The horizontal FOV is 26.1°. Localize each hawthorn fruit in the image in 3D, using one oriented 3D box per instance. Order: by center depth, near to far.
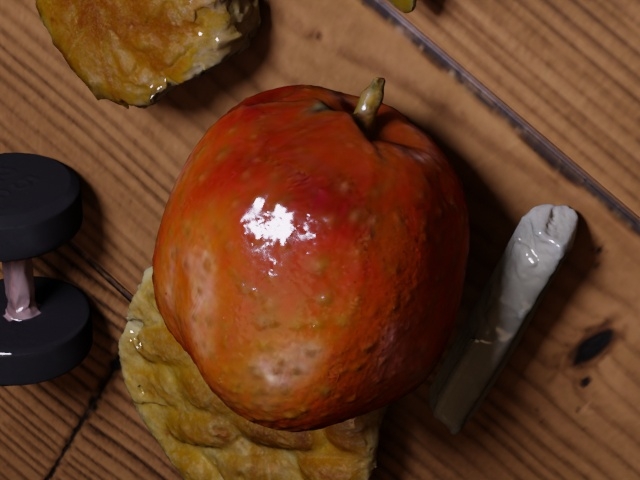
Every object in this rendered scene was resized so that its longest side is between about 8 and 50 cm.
[{"bbox_3d":[0.000,0.000,1.165,0.275,0.275,0.299,28,114,18],"label":"hawthorn fruit"}]

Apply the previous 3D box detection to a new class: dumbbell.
[{"bbox_3d":[-0.326,0.031,1.479,0.152,0.152,0.218,18,126,25],"label":"dumbbell"}]

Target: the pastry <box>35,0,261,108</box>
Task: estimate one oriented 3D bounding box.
[{"bbox_3d":[-0.161,-0.218,1.248,0.218,0.100,0.229,29,125,12],"label":"pastry"}]

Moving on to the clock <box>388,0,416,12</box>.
[{"bbox_3d":[0.020,-0.342,1.035,0.286,0.117,0.348,22,127,23],"label":"clock"}]

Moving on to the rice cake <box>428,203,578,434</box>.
[{"bbox_3d":[0.159,0.073,1.229,0.052,0.057,0.256,17,131,-6],"label":"rice cake"}]

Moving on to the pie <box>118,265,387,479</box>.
[{"bbox_3d":[-0.071,0.158,1.430,0.339,0.083,0.339,18,124,28],"label":"pie"}]
